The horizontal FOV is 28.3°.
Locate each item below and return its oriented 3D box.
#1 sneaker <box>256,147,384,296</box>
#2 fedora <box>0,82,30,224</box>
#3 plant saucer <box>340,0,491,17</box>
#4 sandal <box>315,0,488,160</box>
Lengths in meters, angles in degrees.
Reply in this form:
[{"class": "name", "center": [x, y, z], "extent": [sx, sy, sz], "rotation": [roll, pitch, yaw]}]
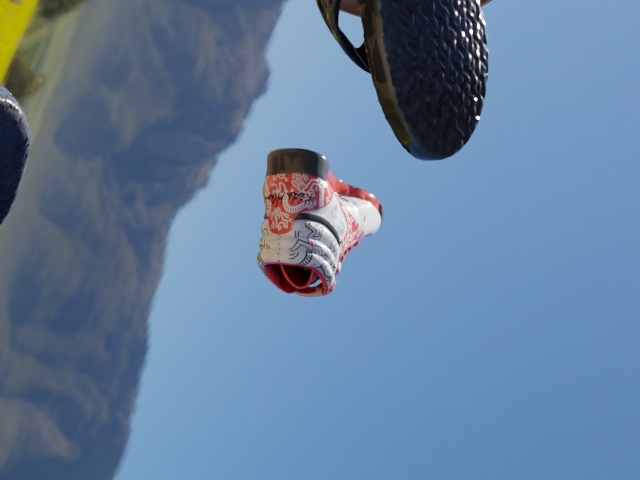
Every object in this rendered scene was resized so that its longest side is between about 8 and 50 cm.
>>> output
[{"class": "sneaker", "center": [-0.001, 0.000, 1.461], "extent": [0.270, 0.090, 0.144], "rotation": [36, 58, -67]}, {"class": "fedora", "center": [-0.399, -0.092, 1.295], "extent": [0.334, 0.153, 0.334], "rotation": [-57, 165, -25]}, {"class": "plant saucer", "center": [0.079, -0.364, 1.417], "extent": [0.310, 0.311, 0.050], "rotation": [-44, -154, 54]}, {"class": "sandal", "center": [0.053, -0.292, 1.249], "extent": [0.107, 0.168, 0.445], "rotation": [-14, -86, 47]}]
